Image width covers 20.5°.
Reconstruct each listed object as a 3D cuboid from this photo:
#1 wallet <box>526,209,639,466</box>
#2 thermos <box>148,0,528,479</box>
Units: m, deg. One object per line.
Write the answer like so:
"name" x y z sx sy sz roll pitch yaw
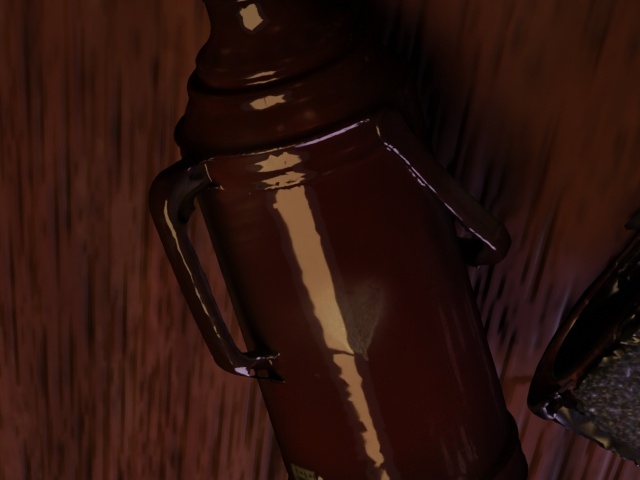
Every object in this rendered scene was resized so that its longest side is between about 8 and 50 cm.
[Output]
"wallet" 0.227 0.032 0.623 0.221 0.071 0.262 30 132 -5
"thermos" 0.002 0.001 0.650 0.099 0.124 0.232 14 129 50
